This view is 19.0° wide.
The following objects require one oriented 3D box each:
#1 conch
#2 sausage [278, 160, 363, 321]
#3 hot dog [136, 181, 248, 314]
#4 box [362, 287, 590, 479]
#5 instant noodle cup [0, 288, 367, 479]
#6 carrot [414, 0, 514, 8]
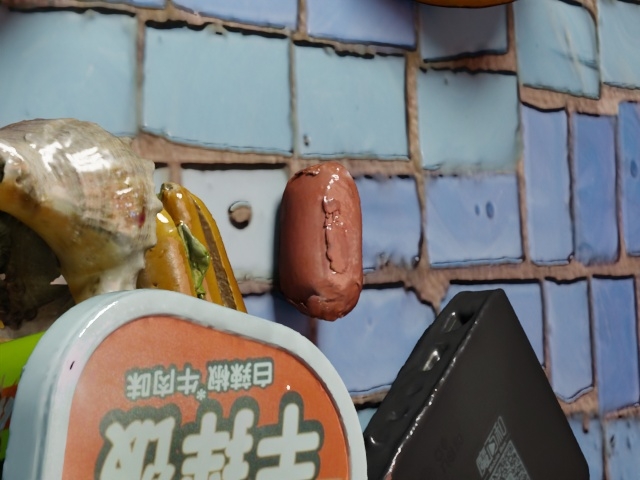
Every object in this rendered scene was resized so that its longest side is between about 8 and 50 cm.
[{"bbox_3d":[-0.209,-0.002,1.289,0.245,0.163,0.178,17,38,-52],"label":"conch"},{"bbox_3d":[0.000,0.000,1.640,0.076,0.076,0.141,11,79,-51],"label":"sausage"},{"bbox_3d":[-0.092,0.076,1.517,0.100,0.068,0.250,-28,108,-49],"label":"hot dog"},{"bbox_3d":[0.149,0.229,1.811,0.290,0.073,0.289,-55,128,-40],"label":"box"},{"bbox_3d":[-0.171,0.182,1.191,0.294,0.308,0.294,11,75,-45],"label":"instant noodle cup"},{"bbox_3d":[0.183,-0.363,1.812,0.214,0.193,0.331,22,56,-5],"label":"carrot"}]
